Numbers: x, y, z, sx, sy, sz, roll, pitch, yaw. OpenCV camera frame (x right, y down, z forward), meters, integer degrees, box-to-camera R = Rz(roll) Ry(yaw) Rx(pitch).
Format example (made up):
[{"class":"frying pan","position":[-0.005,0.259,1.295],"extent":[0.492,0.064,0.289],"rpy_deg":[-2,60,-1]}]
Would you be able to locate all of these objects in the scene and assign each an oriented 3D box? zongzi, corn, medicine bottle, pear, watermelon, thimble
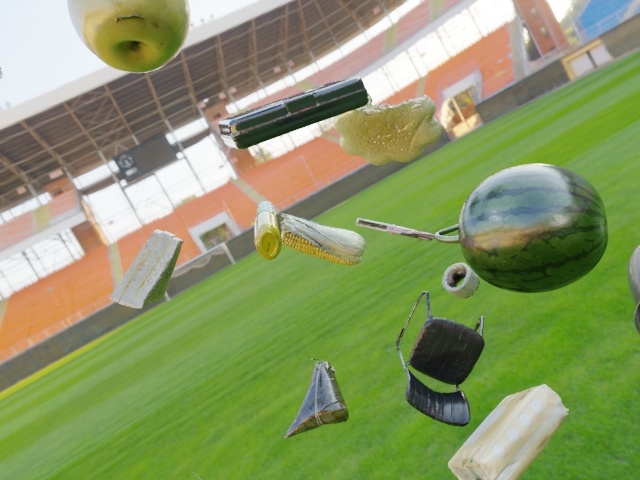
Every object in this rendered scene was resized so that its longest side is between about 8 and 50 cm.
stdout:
[{"class":"zongzi","position":[-0.032,0.433,1.382],"extent":[0.184,0.084,0.187],"rpy_deg":[-20,45,-1]},{"class":"corn","position":[0.001,-0.004,1.670],"extent":[0.122,0.306,0.123],"rpy_deg":[109,178,-62]},{"class":"medicine bottle","position":[-0.161,-0.047,1.485],"extent":[0.076,0.111,0.309],"rpy_deg":[-3,23,-8]},{"class":"pear","position":[-0.481,-0.576,1.269],"extent":[0.309,0.309,0.309],"rpy_deg":[-28,4,2]},{"class":"watermelon","position":[0.210,-0.008,0.549],"extent":[0.187,0.140,0.141],"rpy_deg":[-13,13,39]},{"class":"thimble","position":[0.498,0.144,1.764],"extent":[0.115,0.102,0.090],"rpy_deg":[-38,-44,21]}]

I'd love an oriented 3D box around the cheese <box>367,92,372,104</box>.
[{"class":"cheese","position":[0.159,-0.528,1.919],"extent":[0.043,0.065,0.194],"rpy_deg":[-35,10,31]}]

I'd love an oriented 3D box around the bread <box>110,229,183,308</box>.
[{"class":"bread","position":[-0.362,0.058,1.048],"extent":[0.105,0.078,0.152],"rpy_deg":[-20,-50,-76]}]

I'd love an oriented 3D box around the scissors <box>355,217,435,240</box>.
[{"class":"scissors","position":[0.164,-0.023,1.089],"extent":[0.176,0.022,0.085],"rpy_deg":[12,-3,0]}]

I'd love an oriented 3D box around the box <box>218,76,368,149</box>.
[{"class":"box","position":[-0.050,-0.212,0.828],"extent":[0.231,0.050,0.160],"rpy_deg":[-22,19,-13]}]

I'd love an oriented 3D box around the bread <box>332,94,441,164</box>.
[{"class":"bread","position":[0.162,-0.254,1.199],"extent":[0.251,0.181,0.038],"rpy_deg":[-4,44,20]}]

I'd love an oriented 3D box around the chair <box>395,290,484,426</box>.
[{"class":"chair","position":[0.234,0.220,0.948],"extent":[0.221,0.140,0.145],"rpy_deg":[-65,-3,-70]}]

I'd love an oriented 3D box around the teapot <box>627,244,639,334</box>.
[{"class":"teapot","position":[0.811,0.161,1.105],"extent":[0.224,0.305,0.285],"rpy_deg":[-11,19,40]}]

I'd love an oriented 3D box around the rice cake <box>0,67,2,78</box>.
[{"class":"rice cake","position":[-0.554,-0.284,0.728],"extent":[0.050,0.106,0.298],"rpy_deg":[-9,21,-11]}]

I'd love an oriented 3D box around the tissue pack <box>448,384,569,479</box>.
[{"class":"tissue pack","position":[0.370,0.395,0.989],"extent":[0.222,0.090,0.186],"rpy_deg":[-40,-16,-20]}]

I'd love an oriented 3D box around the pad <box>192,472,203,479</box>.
[{"class":"pad","position":[-0.097,0.420,0.743],"extent":[0.003,0.158,0.235],"rpy_deg":[-53,21,-27]}]
